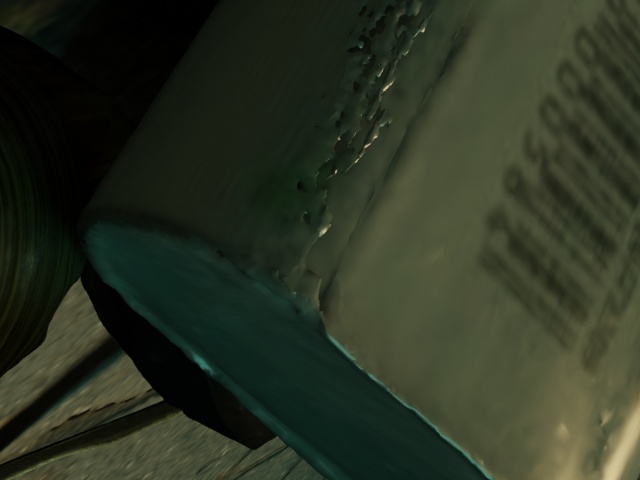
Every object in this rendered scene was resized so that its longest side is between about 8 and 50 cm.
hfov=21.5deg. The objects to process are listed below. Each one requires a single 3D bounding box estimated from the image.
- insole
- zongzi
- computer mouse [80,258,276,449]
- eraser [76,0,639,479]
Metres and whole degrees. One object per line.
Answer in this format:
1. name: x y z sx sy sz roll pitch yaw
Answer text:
1. insole: -0.086 0.087 0.827 0.192 0.010 0.063 -21 178 -9
2. zongzi: -0.137 0.033 0.361 0.184 0.084 0.187 -55 167 12
3. computer mouse: 0.027 -0.056 0.593 0.269 0.100 0.170 -39 152 -20
4. eraser: 0.057 -0.046 0.442 0.081 0.174 0.227 2 -126 51
